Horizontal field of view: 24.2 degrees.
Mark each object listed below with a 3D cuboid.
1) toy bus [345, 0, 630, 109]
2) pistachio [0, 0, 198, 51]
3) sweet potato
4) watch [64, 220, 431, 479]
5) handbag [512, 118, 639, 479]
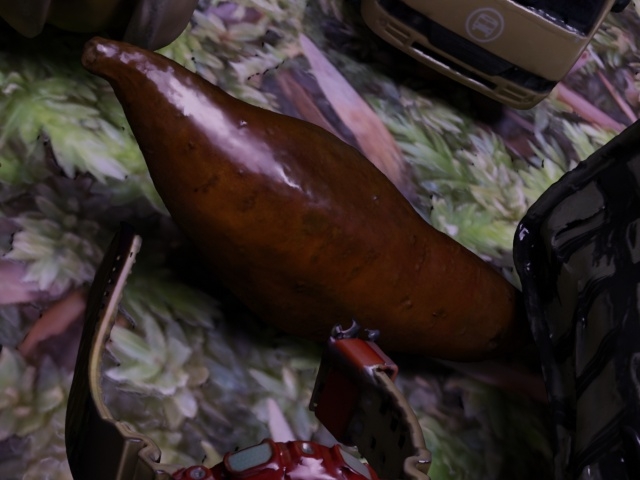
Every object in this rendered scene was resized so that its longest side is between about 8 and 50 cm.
[{"bbox_3d":[0.146,-0.283,1.158,0.176,0.202,0.365,26,43,-15],"label":"toy bus"},{"bbox_3d":[-0.134,-0.252,0.940,0.166,0.197,0.288,5,62,-27],"label":"pistachio"},{"bbox_3d":[-0.004,-0.001,0.871,0.359,0.112,0.112,38,37,-29],"label":"sweet potato"},{"bbox_3d":[-0.039,0.079,0.731,0.164,0.102,0.268,12,25,-11],"label":"watch"},{"bbox_3d":[0.270,0.127,0.861,0.325,0.162,0.327,35,34,-18],"label":"handbag"}]
